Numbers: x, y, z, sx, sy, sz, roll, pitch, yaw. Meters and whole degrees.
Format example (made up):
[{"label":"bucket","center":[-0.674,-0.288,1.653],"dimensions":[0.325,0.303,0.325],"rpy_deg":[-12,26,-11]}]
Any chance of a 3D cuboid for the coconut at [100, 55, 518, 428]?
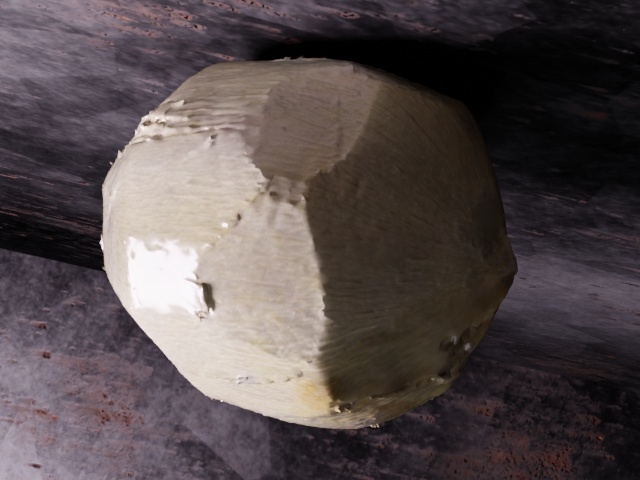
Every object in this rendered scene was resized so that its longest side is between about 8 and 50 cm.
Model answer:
[{"label":"coconut","center":[0.000,0.000,1.305],"dimensions":[0.360,0.346,0.346],"rpy_deg":[5,166,36]}]
